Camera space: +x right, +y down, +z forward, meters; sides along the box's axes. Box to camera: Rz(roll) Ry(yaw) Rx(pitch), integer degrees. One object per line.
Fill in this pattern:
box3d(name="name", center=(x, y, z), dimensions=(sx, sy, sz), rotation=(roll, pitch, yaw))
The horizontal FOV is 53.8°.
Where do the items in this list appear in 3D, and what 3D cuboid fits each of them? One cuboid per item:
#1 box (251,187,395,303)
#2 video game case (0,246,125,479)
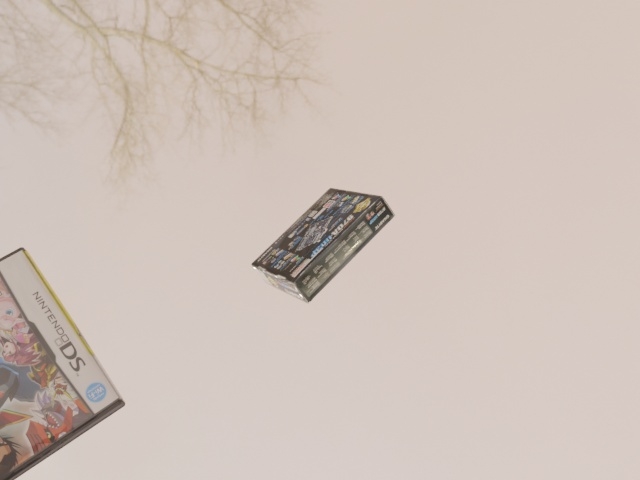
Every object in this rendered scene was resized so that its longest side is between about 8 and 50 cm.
box3d(name="box", center=(0.000, 0.000, 1.115), dimensions=(0.051, 0.220, 0.175), rotation=(53, -18, -26))
box3d(name="video game case", center=(-0.431, 0.182, 0.789), dimensions=(0.248, 0.275, 0.035), rotation=(58, -20, -2))
